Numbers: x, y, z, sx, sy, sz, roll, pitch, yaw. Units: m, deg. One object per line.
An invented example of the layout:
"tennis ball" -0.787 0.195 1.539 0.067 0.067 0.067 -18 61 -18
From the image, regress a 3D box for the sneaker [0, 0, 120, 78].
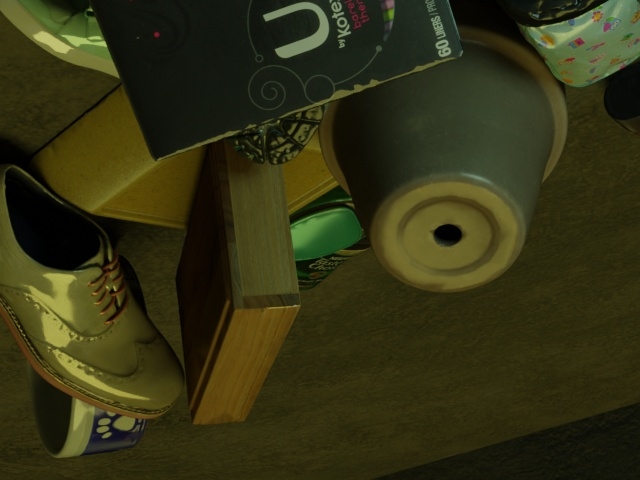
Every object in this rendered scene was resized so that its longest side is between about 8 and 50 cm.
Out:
"sneaker" -0.164 -0.223 1.338 0.256 0.094 0.151 23 118 -30

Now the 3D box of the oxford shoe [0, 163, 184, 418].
"oxford shoe" -0.280 0.067 1.711 0.146 0.140 0.397 -19 128 39

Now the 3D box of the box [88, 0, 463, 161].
"box" -0.037 -0.196 1.226 0.270 0.165 0.143 -19 -163 6

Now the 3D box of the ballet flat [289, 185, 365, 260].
"ballet flat" 0.044 -0.047 1.834 0.247 0.087 0.083 -20 131 2

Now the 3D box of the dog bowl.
"dog bowl" -0.308 0.149 1.946 0.104 0.265 0.265 -3 158 -24

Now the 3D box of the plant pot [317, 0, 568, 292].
"plant pot" 0.121 -0.076 1.485 0.263 0.229 0.263 2 129 2

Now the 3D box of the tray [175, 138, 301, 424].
"tray" -0.103 0.052 1.652 0.076 0.203 0.411 -3 158 -13

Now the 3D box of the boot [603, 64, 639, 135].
"boot" 0.511 -0.159 1.754 0.264 0.096 0.280 -25 155 33

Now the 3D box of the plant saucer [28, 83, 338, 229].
"plant saucer" -0.106 -0.093 1.675 0.333 0.081 0.333 9 151 -40

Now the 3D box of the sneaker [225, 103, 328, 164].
"sneaker" 0.004 -0.208 1.424 0.110 0.122 0.283 36 117 -20

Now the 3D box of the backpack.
"backpack" 0.248 -0.229 1.435 0.152 0.115 0.182 -19 160 15

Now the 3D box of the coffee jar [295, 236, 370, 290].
"coffee jar" 0.000 0.000 1.957 0.096 0.079 0.184 4 155 -32
